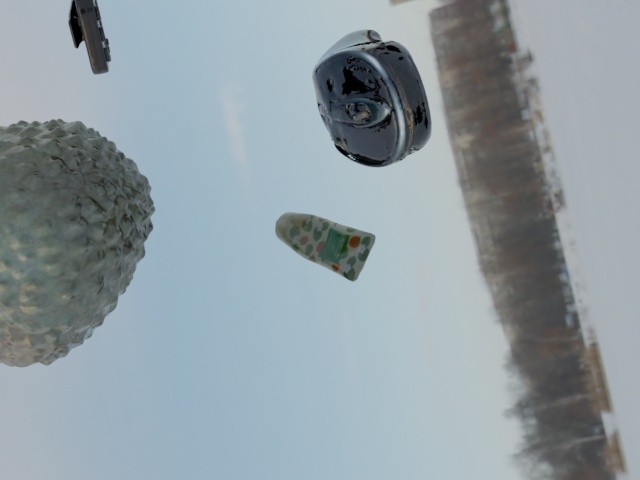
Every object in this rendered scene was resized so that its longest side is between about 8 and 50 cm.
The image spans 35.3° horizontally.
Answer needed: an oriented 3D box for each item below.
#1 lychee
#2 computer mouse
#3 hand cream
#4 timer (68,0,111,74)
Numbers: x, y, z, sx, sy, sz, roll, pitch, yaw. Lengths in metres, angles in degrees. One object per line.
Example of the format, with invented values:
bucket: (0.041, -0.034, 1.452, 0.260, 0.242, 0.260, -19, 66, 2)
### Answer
lychee: (-0.301, 0.002, 1.061, 0.255, 0.274, 0.255, 41, 147, 35)
computer mouse: (0.046, -0.154, 1.091, 0.233, 0.096, 0.137, -133, 20, -77)
hand cream: (0.000, 0.000, 1.150, 0.037, 0.165, 0.057, 26, -93, -40)
timer: (-0.392, -0.374, 1.681, 0.187, 0.055, 0.144, -113, 15, -55)
